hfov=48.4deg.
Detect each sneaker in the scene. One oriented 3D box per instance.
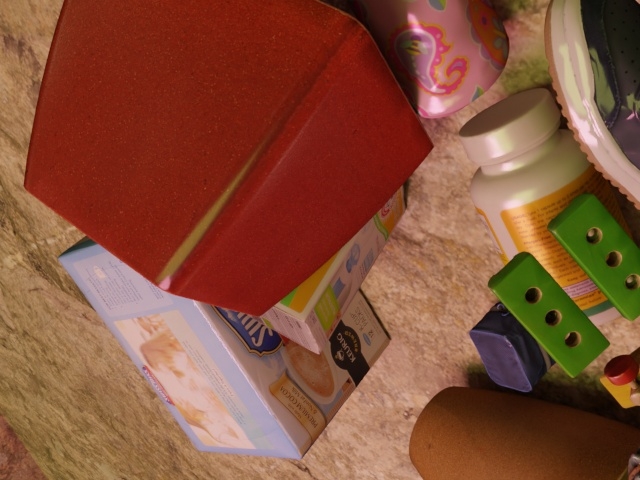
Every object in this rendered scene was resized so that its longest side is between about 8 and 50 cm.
[{"bbox_3d":[0.258,-0.054,0.406,0.282,0.099,0.153,50,146,-17],"label":"sneaker"}]

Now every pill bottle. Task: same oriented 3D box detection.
[{"bbox_3d":[0.212,-0.029,0.664,0.118,0.117,0.208,-14,113,45],"label":"pill bottle"}]

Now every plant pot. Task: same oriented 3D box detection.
[{"bbox_3d":[0.240,0.280,0.845,0.254,0.237,0.237,25,138,43],"label":"plant pot"},{"bbox_3d":[-0.094,-0.084,0.637,0.267,0.235,0.267,33,180,23],"label":"plant pot"}]

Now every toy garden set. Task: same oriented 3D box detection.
[{"bbox_3d":[0.289,0.021,0.603,0.204,0.244,0.049,46,-178,-13],"label":"toy garden set"}]

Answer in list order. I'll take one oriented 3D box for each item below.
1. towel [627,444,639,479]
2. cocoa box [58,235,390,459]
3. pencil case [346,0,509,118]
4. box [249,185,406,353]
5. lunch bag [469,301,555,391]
[{"bbox_3d":[0.455,0.340,0.744,0.272,0.040,0.370,-6,123,8],"label":"towel"},{"bbox_3d":[-0.121,0.083,0.944,0.231,0.228,0.347,-14,113,45],"label":"cocoa box"},{"bbox_3d":[0.052,-0.232,0.565,0.124,0.124,0.284,0,144,39],"label":"pencil case"},{"bbox_3d":[0.000,0.000,0.776,0.103,0.203,0.114,26,161,20],"label":"box"},{"bbox_3d":[0.222,0.115,0.817,0.067,0.065,0.098,6,129,55],"label":"lunch bag"}]
